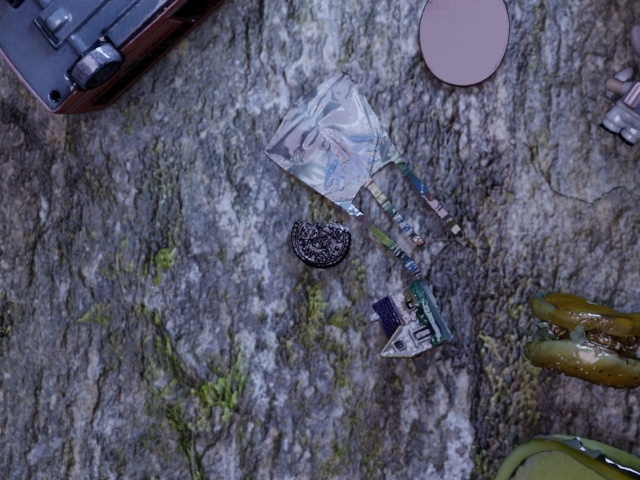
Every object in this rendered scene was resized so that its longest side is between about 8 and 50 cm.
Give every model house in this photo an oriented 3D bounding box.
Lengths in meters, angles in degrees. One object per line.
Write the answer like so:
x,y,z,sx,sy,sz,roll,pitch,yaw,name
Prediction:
0.121,0.119,1.807,0.100,0.088,0.101,-26,83,11,model house

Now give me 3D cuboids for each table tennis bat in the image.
0.208,-0.328,1.809,0.130,0.019,0.221,7,95,13,table tennis bat

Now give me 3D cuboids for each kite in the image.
0.073,-0.100,1.848,0.310,0.015,0.169,42,99,9,kite

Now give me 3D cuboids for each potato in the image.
0.379,0.394,1.722,0.280,0.212,0.330,42,110,26,potato

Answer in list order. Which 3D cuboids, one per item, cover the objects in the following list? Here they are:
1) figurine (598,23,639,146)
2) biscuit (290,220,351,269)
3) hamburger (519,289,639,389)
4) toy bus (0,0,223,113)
0.465,-0.232,1.713,0.137,0.112,0.229,36,109,4,figurine
0.000,0.000,1.861,0.087,0.027,0.089,-42,83,11,biscuit
0.353,0.138,1.720,0.185,0.177,0.113,5,101,-15,hamburger
-0.254,-0.376,1.808,0.427,0.233,0.203,-40,84,13,toy bus
